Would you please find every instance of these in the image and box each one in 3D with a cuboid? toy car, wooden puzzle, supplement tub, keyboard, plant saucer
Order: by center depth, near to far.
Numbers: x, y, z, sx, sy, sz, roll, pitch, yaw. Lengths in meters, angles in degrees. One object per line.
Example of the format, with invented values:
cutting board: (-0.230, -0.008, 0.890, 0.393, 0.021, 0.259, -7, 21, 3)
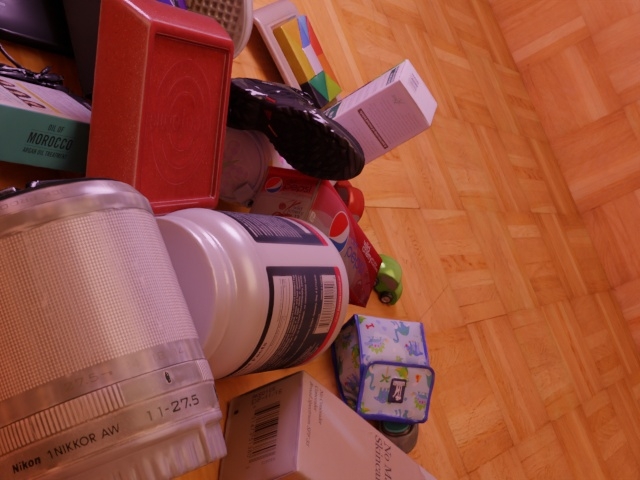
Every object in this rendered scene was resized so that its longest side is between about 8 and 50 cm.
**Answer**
keyboard: (-0.376, -0.246, 1.088, 0.317, 0.033, 0.202, 4, 58, -58)
plant saucer: (-0.170, -0.135, 1.105, 0.258, 0.047, 0.259, -13, 112, -69)
supplement tub: (-0.106, 0.062, 1.120, 0.272, 0.191, 0.191, 4, 64, -59)
toy car: (0.079, 0.019, 1.630, 0.225, 0.053, 0.239, 47, 32, -29)
wooden puzzle: (-0.028, -0.316, 1.723, 0.239, 0.044, 0.221, 58, 23, -10)

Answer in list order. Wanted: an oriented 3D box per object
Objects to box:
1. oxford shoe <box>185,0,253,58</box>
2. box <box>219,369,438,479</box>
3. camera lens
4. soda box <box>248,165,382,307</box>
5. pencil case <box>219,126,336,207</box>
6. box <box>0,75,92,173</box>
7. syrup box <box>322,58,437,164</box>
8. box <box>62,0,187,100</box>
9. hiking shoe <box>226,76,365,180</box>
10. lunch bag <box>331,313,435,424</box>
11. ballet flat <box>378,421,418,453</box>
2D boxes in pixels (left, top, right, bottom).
oxford shoe: (-0.212, -0.467, 1.440, 0.450, 0.169, 0.130, 65, 7, 4)
box: (0.023, 0.310, 1.210, 0.311, 0.121, 0.148, 43, 34, -35)
camera lens: (-0.221, 0.096, 0.860, 0.219, 0.219, 0.274, -6, 72, -61)
soda box: (0.000, 0.000, 1.366, 0.263, 0.092, 0.084, 53, 53, -56)
pencil case: (-0.064, -0.118, 1.428, 0.124, 0.113, 0.273, 50, 24, 11)
box: (-0.317, -0.124, 1.006, 0.100, 0.060, 0.244, 35, 14, 28)
syrup box: (0.063, -0.182, 1.572, 0.096, 0.236, 0.093, 53, 29, -17)
box: (-0.238, -0.278, 1.233, 0.184, 0.103, 0.261, 33, 39, -66)
hiking shoe: (-0.026, -0.159, 1.272, 0.226, 0.086, 0.114, 32, 34, 16)
lunch bag: (0.093, 0.193, 1.434, 0.128, 0.096, 0.151, 10, 60, -28)
ballet flat: (0.124, 0.243, 1.523, 0.213, 0.072, 0.068, -78, 162, -49)
